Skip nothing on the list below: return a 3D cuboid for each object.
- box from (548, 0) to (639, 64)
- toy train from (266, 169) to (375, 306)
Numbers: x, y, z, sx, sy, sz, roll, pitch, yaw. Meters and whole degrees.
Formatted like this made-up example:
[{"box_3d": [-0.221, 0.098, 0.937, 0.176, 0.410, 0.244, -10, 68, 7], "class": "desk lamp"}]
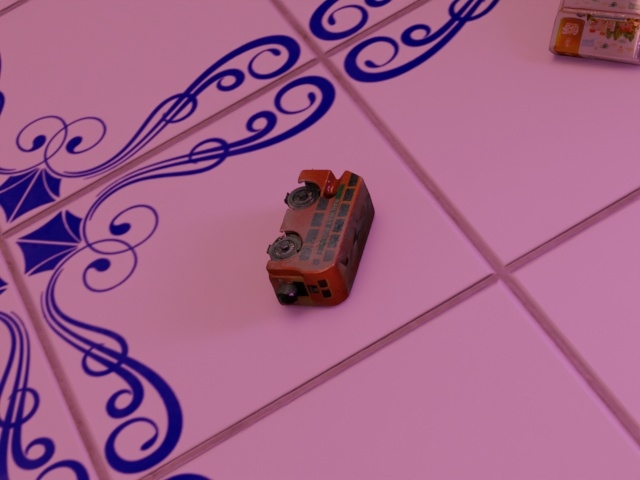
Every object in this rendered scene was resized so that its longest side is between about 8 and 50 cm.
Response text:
[{"box_3d": [0.368, -0.333, 1.851, 0.122, 0.032, 0.221, 12, 85, 31], "class": "box"}, {"box_3d": [0.000, 0.000, 1.743, 0.099, 0.072, 0.188, 3, 50, 18], "class": "toy train"}]
